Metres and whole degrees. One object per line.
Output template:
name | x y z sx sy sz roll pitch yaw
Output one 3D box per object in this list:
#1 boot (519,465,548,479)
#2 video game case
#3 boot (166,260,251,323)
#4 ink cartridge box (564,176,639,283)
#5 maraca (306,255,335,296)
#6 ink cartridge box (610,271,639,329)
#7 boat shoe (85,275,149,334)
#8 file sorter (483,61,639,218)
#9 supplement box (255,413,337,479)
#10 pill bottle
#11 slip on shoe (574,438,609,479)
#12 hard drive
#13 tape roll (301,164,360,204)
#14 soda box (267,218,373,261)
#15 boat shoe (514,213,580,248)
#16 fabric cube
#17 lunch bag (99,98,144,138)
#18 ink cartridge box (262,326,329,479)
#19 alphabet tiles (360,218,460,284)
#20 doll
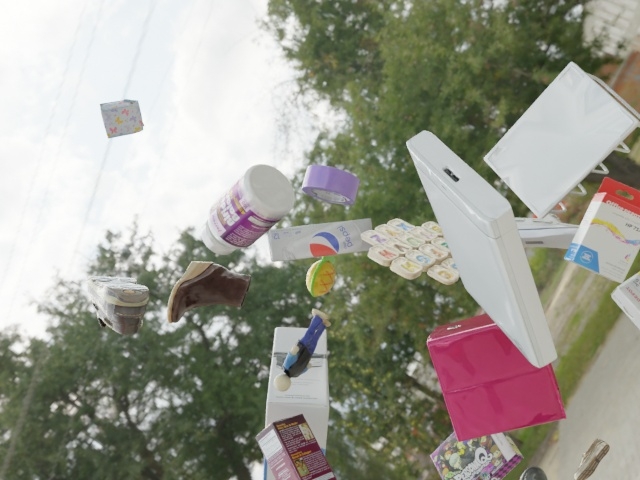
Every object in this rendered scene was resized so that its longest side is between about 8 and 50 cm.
boot | 0.485 0.551 1.436 0.208 0.076 0.189 99 -176 -57
video game case | 0.429 0.602 1.891 0.232 0.042 0.210 -49 26 14
boot | -0.346 0.174 2.114 0.090 0.207 0.248 98 -169 -51
ink cartridge box | 0.717 -0.028 1.665 0.078 0.134 0.230 -41 -25 -85
maraca | 0.009 0.116 2.446 0.185 0.099 0.127 -69 -22 -8
ink cartridge box | 1.037 0.160 2.094 0.213 0.154 0.093 -32 -24 -5
boat shoe | -0.530 0.165 1.735 0.355 0.133 0.130 -171 88 -66
file sorter | 0.552 -0.212 1.506 0.173 0.192 0.277 -3 -41 -50
supplement box | -0.056 0.512 1.583 0.104 0.188 0.081 -2 -37 -48
pill bottle | -0.222 -0.078 1.970 0.301 0.169 0.169 -39 3 41
slip on shoe | 0.745 0.609 1.887 0.135 0.041 0.051 -51 -55 -4
hard drive | 0.252 0.019 1.051 0.047 0.233 0.353 -33 -49 -1
tape roll | 0.036 -0.189 2.328 0.189 0.189 0.080 45 -122 -74
soda box | 0.000 0.000 1.889 0.098 0.287 0.091 161 103 -82
boat shoe | 0.623 -0.031 1.869 0.096 0.268 0.088 39 -123 -49
fabric cube | 0.439 0.318 1.697 0.258 0.258 0.254 -19 -3 17
lunch bag | -0.433 -0.268 1.488 0.083 0.053 0.071 -13 -55 -10
ink cartridge box | -0.066 0.463 1.925 0.395 0.167 0.285 -90 4 -69
alphabet tiles | 0.255 0.018 1.718 0.284 0.278 0.021 -22 -48 -43
doll | -0.040 0.248 1.483 0.189 0.046 0.129 -57 -26 -23
